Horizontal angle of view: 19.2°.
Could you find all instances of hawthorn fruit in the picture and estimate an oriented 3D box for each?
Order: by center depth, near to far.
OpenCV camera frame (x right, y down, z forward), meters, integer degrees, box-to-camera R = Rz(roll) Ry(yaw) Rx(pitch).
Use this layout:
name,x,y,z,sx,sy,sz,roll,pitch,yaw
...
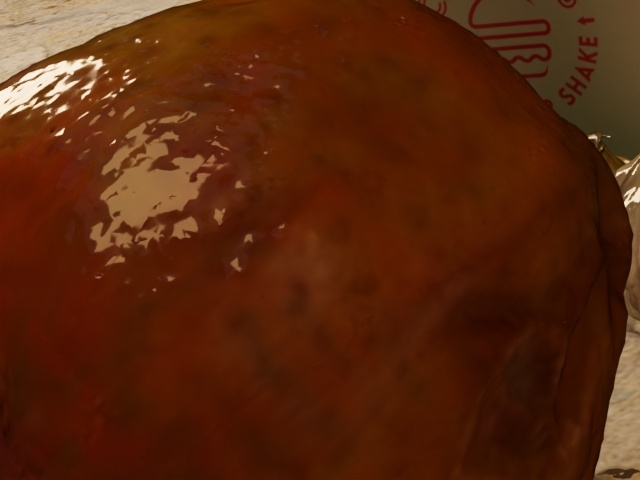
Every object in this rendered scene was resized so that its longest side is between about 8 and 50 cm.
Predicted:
name,x,y,z,sx,sy,sz,roll,pitch,yaw
hawthorn fruit,-0.020,0.063,1.150,0.471,0.472,0.472,-14,22,6

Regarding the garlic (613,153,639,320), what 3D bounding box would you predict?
name,x,y,z,sx,sy,sz,roll,pitch,yaw
garlic,0.302,-0.045,1.496,0.218,0.212,0.218,-17,15,5

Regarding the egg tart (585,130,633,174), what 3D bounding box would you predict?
name,x,y,z,sx,sy,sz,roll,pitch,yaw
egg tart,0.202,-0.039,1.727,0.212,0.090,0.212,-17,24,8

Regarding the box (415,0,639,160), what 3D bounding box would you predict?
name,x,y,z,sx,sy,sz,roll,pitch,yaw
box,0.251,-0.267,1.937,0.314,0.312,0.300,-1,24,32
